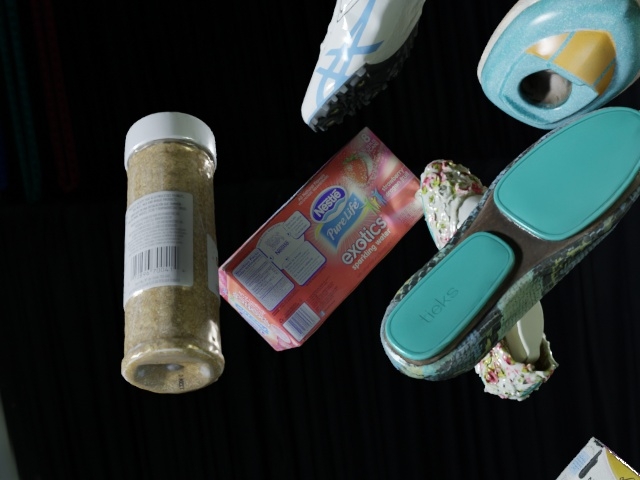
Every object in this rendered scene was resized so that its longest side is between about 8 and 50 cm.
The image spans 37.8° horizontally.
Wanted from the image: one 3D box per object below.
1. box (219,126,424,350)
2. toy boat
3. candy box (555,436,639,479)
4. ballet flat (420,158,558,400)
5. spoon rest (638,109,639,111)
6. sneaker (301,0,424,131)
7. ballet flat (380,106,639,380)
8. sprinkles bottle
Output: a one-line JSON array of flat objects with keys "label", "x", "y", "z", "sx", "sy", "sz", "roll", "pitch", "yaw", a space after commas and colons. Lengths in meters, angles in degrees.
[{"label": "box", "x": 0.000, "y": 0.000, "z": 1.343, "sx": 0.300, "sy": 0.154, "sz": 0.142, "roll": -47, "pitch": 5, "yaw": -18}, {"label": "toy boat", "x": 0.375, "y": -0.206, "z": 1.219, "sx": 0.318, "sy": 0.148, "sz": 0.267, "roll": 26, "pitch": -33, "yaw": -7}, {"label": "candy box", "x": 0.288, "y": 0.356, "z": 1.011, "sx": 0.233, "sy": 0.159, "sz": 0.071, "roll": -51, "pitch": -6, "yaw": 1}, {"label": "ballet flat", "x": 0.165, "y": 0.029, "z": 0.871, "sx": 0.091, "sy": 0.241, "sz": 0.077, "roll": -15, "pitch": -7, "yaw": -30}, {"label": "spoon rest", "x": 0.393, "y": -0.042, "z": 0.855, "sx": 0.137, "sy": 0.084, "sz": 0.276, "roll": -32, "pitch": 53, "yaw": -7}, {"label": "sneaker", "x": 0.043, "y": -0.199, "z": 0.787, "sx": 0.086, "sy": 0.237, "sz": 0.085, "roll": 40, "pitch": 28, "yaw": 18}, {"label": "ballet flat", "x": 0.109, "y": 0.004, "z": 0.509, "sx": 0.188, "sy": 0.070, "sz": 0.070, "roll": -41, "pitch": 10, "yaw": -2}, {"label": "sprinkles bottle", "x": -0.187, "y": 0.008, "z": 1.172, "sx": 0.121, "sy": 0.356, "sz": 0.121, "roll": -4, "pitch": -33, "yaw": -3}]
